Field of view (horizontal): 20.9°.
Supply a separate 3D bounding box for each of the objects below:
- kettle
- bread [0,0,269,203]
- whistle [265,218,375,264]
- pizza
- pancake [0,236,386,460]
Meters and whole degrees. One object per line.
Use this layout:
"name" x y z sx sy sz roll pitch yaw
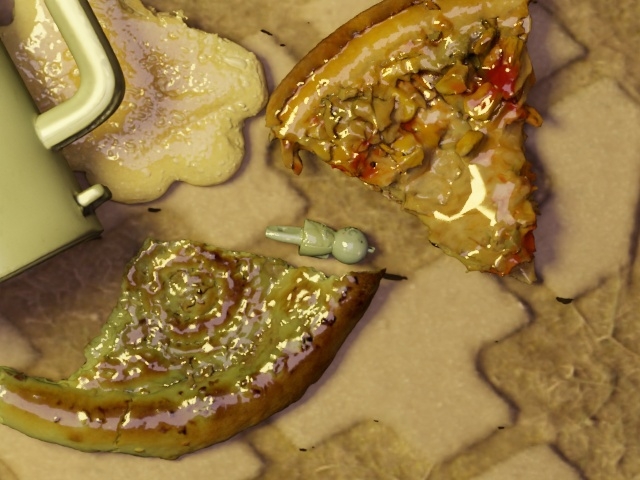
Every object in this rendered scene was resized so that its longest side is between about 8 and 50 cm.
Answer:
"kettle" -0.320 -0.111 1.434 0.265 0.205 0.318 -25 92 38
"bread" -0.179 -0.130 1.539 0.251 0.039 0.181 27 90 -5
"whistle" 0.000 0.000 1.559 0.100 0.035 0.035 10 92 -3
"pizza" 0.079 -0.090 1.544 0.251 0.074 0.287 -7 92 -1
"pancake" -0.119 0.090 1.547 0.377 0.054 0.197 -24 93 -3
